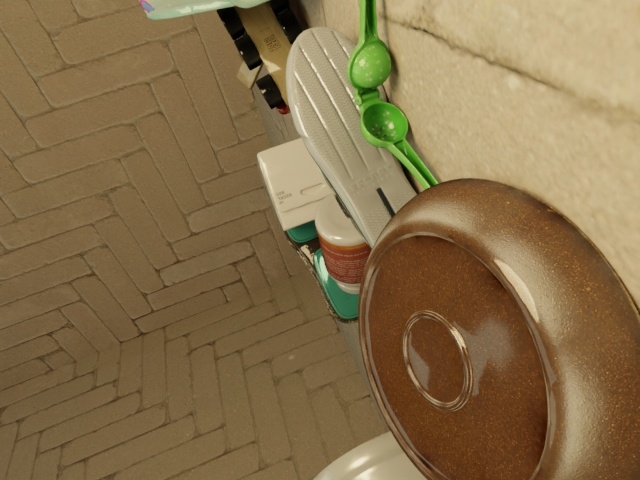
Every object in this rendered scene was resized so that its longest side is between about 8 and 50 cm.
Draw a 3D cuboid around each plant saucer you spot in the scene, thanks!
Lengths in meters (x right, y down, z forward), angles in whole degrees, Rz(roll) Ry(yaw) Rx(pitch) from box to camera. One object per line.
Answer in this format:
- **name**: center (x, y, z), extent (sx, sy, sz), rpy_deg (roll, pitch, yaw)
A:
- **plant saucer**: center (0.116, 0.102, 0.397), extent (0.310, 0.050, 0.311), rpy_deg (25, 119, 60)

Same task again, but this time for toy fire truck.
- **toy fire truck**: center (-0.101, -0.352, 0.897), extent (0.217, 0.158, 0.246), rpy_deg (60, -175, -4)

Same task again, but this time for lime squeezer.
- **lime squeezer**: center (0.068, -0.164, 0.480), extent (0.110, 0.059, 0.310), rpy_deg (-130, 21, -74)

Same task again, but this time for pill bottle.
- **pill bottle**: center (0.061, 0.012, 0.847), extent (0.216, 0.121, 0.121), rpy_deg (78, 169, -55)

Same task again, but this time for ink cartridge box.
- **ink cartridge box**: center (-0.037, -0.130, 1.004), extent (0.232, 0.171, 0.168), rpy_deg (-157, 46, -81)

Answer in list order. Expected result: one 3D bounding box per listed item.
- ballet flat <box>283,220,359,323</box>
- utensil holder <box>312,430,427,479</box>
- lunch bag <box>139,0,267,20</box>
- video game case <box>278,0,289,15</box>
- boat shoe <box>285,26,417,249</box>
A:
- **ballet flat**: center (0.000, 0.000, 1.245), extent (0.182, 0.164, 0.483), rpy_deg (-117, 3, -87)
- **utensil holder**: center (0.185, 0.566, 0.743), extent (0.328, 0.327, 0.385), rpy_deg (75, 169, -46)
- **lunch bag**: center (-0.141, -0.429, 0.570), extent (0.223, 0.262, 0.160), rpy_deg (74, -156, -50)
- **video game case**: center (-0.125, -0.572, 0.879), extent (0.210, 0.042, 0.232), rpy_deg (78, 169, -66)
- **boat shoe**: center (0.041, -0.106, 0.600), extent (0.119, 0.121, 0.335), rpy_deg (177, 70, -79)
